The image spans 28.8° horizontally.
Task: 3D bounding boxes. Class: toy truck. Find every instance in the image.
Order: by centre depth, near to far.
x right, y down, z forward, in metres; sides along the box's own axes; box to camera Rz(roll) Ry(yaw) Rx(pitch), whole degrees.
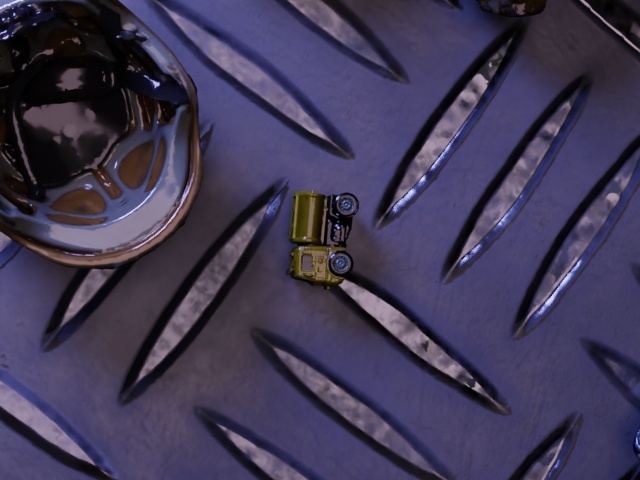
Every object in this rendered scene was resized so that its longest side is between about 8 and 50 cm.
[{"bbox_3d":[0.000,0.000,1.071,0.054,0.049,0.083,6,87,-10],"label":"toy truck"}]

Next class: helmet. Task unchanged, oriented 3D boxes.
[{"bbox_3d":[-0.201,-0.093,0.993,0.198,0.130,0.224,-32,105,-8],"label":"helmet"}]

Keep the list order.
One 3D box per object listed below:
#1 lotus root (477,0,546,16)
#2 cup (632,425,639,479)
[{"bbox_3d":[0.153,-0.313,1.059,0.123,0.124,0.241,-25,113,-32],"label":"lotus root"},{"bbox_3d":[0.353,0.200,1.109,0.155,0.131,0.176,-41,67,-6],"label":"cup"}]
